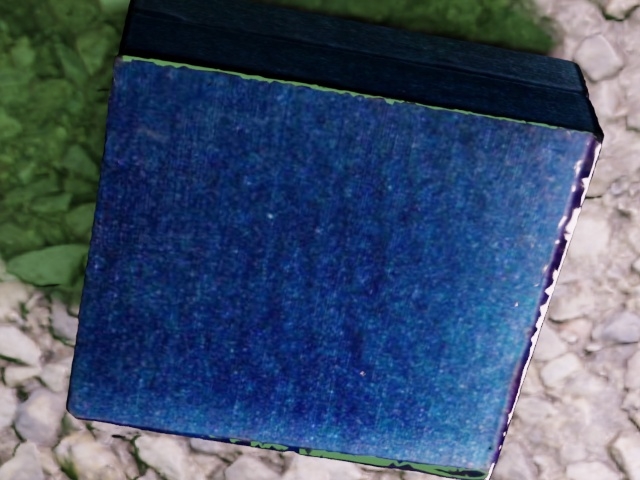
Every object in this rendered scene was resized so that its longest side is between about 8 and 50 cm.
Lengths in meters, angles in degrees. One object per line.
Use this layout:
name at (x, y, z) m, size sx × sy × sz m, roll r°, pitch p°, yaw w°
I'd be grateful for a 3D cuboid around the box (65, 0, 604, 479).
box at (0.000, 0.000, 0.983) m, size 0.279 × 0.116 × 0.261 m, roll 10°, pitch 120°, yaw -6°
